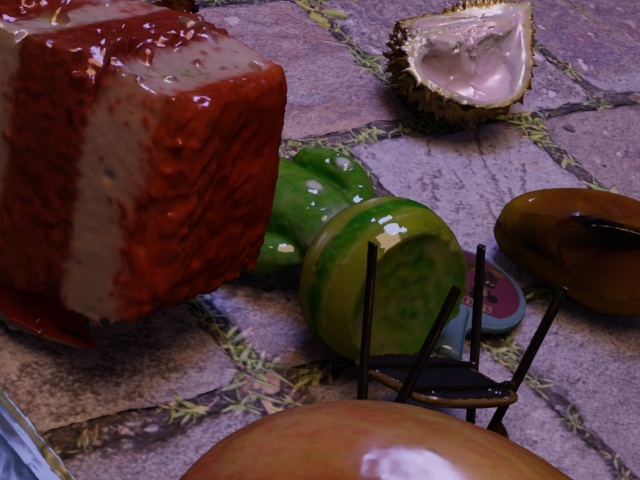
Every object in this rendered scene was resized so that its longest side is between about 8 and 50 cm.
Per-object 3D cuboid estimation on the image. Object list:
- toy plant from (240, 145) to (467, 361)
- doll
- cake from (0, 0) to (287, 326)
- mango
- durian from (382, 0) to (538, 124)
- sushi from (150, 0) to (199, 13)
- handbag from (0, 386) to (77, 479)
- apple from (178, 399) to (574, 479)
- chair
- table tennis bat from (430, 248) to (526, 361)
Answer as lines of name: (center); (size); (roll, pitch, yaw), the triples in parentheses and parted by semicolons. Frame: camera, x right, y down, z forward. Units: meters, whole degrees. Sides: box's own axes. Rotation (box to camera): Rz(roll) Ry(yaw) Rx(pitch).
toy plant: (0.000, 0.000, 1.714); (0.224, 0.184, 0.316); (-27, 40, -24)
doll: (-0.304, 0.059, 1.553); (0.169, 0.057, 0.109); (15, 35, -8)
cake: (-0.218, -0.100, 1.560); (0.320, 0.270, 0.269); (24, 24, 20)
mango: (0.330, 0.006, 1.870); (0.236, 0.136, 0.166); (17, 21, 4)
durian: (0.187, -0.238, 2.119); (0.250, 0.138, 0.183); (-20, 85, -37)
sushi: (-0.292, -0.225, 1.859); (0.179, 0.166, 0.296); (25, 22, 35)
handbag: (-0.317, 0.258, 1.154); (0.241, 0.222, 0.263); (-14, 49, -44)
apple: (0.060, 0.308, 1.124); (0.347, 0.391, 0.391); (-2, 17, 41)
chair: (0.128, 0.142, 1.547); (0.159, 0.246, 0.172); (2, 19, -38)
table tennis bat: (0.161, 0.078, 1.776); (0.153, 0.040, 0.244); (23, 31, 2)
